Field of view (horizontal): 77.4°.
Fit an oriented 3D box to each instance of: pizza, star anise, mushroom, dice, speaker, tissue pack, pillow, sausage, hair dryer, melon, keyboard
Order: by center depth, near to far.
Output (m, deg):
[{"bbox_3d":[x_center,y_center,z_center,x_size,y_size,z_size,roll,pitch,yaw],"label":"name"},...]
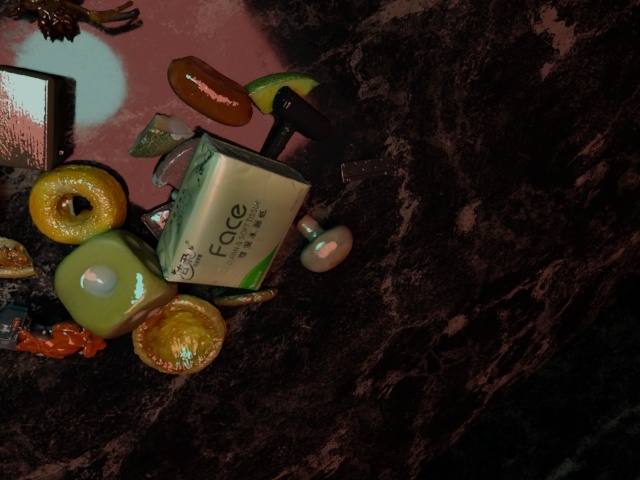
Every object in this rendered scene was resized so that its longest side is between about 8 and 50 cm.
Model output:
[{"bbox_3d":[-0.616,-0.591,0.949,0.347,0.148,0.237,14,107,-15],"label":"star anise"},{"bbox_3d":[-0.750,-0.310,1.001,0.193,0.153,0.230,5,108,-23],"label":"speaker"},{"bbox_3d":[-0.938,0.036,1.119,0.271,0.056,0.134,36,103,-30],"label":"pizza"},{"bbox_3d":[-0.471,-0.303,1.143,0.203,0.139,0.093,-26,95,-8],"label":"melon"},{"bbox_3d":[-0.313,-0.419,1.147,0.259,0.133,0.133,27,99,-28],"label":"sausage"},{"bbox_3d":[-0.576,0.122,1.152,0.227,0.233,0.238,-40,86,-5],"label":"dice"},{"bbox_3d":[-0.264,-0.066,1.214,0.332,0.205,0.404,14,110,-39],"label":"tissue pack"},{"bbox_3d":[-0.109,-0.467,1.252,0.262,0.053,0.113,-19,123,-13],"label":"melon"},{"bbox_3d":[-0.109,-0.337,1.283,0.197,0.089,0.251,24,115,-42],"label":"hair dryer"},{"bbox_3d":[-0.476,-0.027,1.284,0.118,0.043,0.184,-28,114,-11],"label":"pillow"},{"bbox_3d":[0.002,0.017,1.426,0.206,0.209,0.206,-49,153,-37],"label":"mushroom"},{"bbox_3d":[0.180,-0.264,1.461,0.231,0.023,0.072,-12,107,-17],"label":"keyboard"}]

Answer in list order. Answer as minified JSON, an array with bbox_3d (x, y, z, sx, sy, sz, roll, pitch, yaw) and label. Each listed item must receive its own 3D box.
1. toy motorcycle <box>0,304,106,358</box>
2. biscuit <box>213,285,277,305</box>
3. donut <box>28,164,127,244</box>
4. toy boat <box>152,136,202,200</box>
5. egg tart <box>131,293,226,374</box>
[{"bbox_3d":[-0.813,0.283,1.221,0.326,0.147,0.221,22,124,-33],"label":"toy motorcycle"},{"bbox_3d":[-0.254,0.190,1.361,0.226,0.226,0.042,-8,91,-19],"label":"biscuit"},{"bbox_3d":[-0.690,-0.099,1.139,0.254,0.118,0.253,-2,113,-5],"label":"donut"},{"bbox_3d":[-0.397,-0.227,1.219,0.227,0.085,0.155,-40,137,4],"label":"toy boat"},{"bbox_3d":[-0.478,0.309,1.368,0.319,0.128,0.318,-7,112,-16],"label":"egg tart"}]
